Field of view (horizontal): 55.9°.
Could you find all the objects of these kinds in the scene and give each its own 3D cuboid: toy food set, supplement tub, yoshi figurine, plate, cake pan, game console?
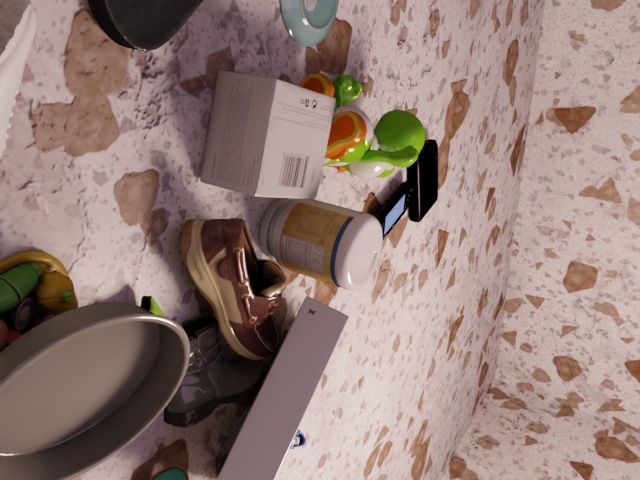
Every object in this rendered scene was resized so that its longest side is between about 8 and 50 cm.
[{"bbox_3d":[-0.363,0.104,0.695,0.218,0.071,0.128,-42,139,-42],"label":"toy food set"},{"bbox_3d":[0.000,0.000,1.132,0.144,0.200,0.144,-34,133,-48],"label":"supplement tub"},{"bbox_3d":[0.099,-0.222,1.203,0.362,0.203,0.203,12,88,-64],"label":"yoshi figurine"},{"bbox_3d":[-0.008,-0.440,1.070,0.188,0.024,0.188,-37,136,-48],"label":"plate"},{"bbox_3d":[-0.301,0.191,0.751,0.293,0.054,0.293,-34,148,-25],"label":"cake pan"},{"bbox_3d":[0.231,-0.107,1.636,0.361,0.044,0.213,-47,142,-37],"label":"game console"}]

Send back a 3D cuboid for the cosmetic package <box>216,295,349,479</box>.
[{"bbox_3d":[-0.080,0.311,1.145,0.284,0.098,0.377,104,12,-74],"label":"cosmetic package"}]

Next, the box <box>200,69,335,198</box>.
[{"bbox_3d":[-0.083,-0.167,0.986,0.181,0.119,0.181,-4,108,-59],"label":"box"}]

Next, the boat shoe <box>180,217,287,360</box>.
[{"bbox_3d":[-0.115,0.087,1.026,0.123,0.123,0.342,-91,166,-47],"label":"boat shoe"}]

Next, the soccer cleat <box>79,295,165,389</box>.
[{"bbox_3d":[-0.297,0.142,0.855,0.179,0.060,0.072,-38,116,-45],"label":"soccer cleat"}]

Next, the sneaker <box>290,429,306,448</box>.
[{"bbox_3d":[-0.080,0.441,1.370,0.144,0.059,0.053,36,76,-59],"label":"sneaker"}]

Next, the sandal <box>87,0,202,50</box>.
[{"bbox_3d":[-0.124,-0.420,0.795,0.445,0.107,0.167,-62,149,-20],"label":"sandal"}]

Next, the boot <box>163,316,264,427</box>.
[{"bbox_3d":[-0.182,0.206,1.059,0.246,0.084,0.161,-21,116,-57],"label":"boot"}]

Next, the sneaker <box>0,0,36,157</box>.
[{"bbox_3d":[-0.348,-0.137,0.601,0.235,0.090,0.095,-64,162,-9],"label":"sneaker"}]

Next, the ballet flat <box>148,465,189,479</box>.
[{"bbox_3d":[-0.301,0.491,1.025,0.232,0.080,0.073,-58,176,-20],"label":"ballet flat"}]
